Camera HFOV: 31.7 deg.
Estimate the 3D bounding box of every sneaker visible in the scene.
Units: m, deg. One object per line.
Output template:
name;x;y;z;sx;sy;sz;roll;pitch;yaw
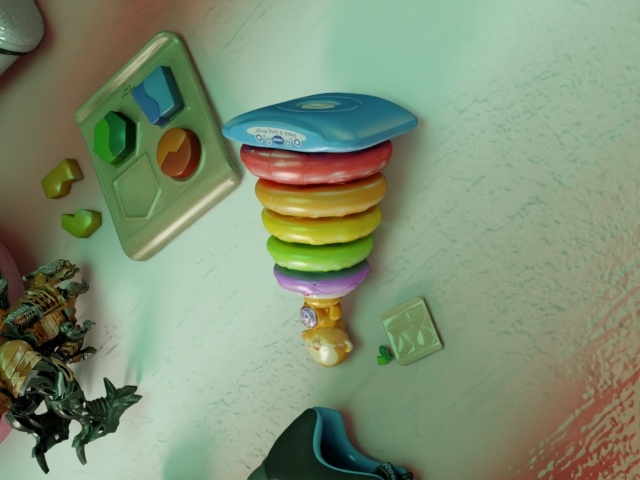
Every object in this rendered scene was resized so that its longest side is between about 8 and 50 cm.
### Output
sneaker;0.061;0.317;1.181;0.341;0.125;0.139;39;107;27
sneaker;-0.553;-0.350;1.614;0.210;0.137;0.366;-46;69;24

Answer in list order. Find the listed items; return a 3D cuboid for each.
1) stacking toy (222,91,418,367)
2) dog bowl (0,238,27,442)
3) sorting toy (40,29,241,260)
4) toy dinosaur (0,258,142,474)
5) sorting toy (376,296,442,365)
stacking toy;0.000;0.000;1.227;0.175;0.166;0.301;10;111;32
dog bowl;-0.556;0.141;1.586;0.408;0.150;0.407;1;91;45
sorting toy;-0.251;-0.094;1.455;0.307;0.041;0.229;-36;70;31
toy dinosaur;-0.373;0.176;1.429;0.164;0.218;0.322;3;50;51
sorting toy;0.088;0.104;1.226;0.083;0.012;0.062;-29;79;29
